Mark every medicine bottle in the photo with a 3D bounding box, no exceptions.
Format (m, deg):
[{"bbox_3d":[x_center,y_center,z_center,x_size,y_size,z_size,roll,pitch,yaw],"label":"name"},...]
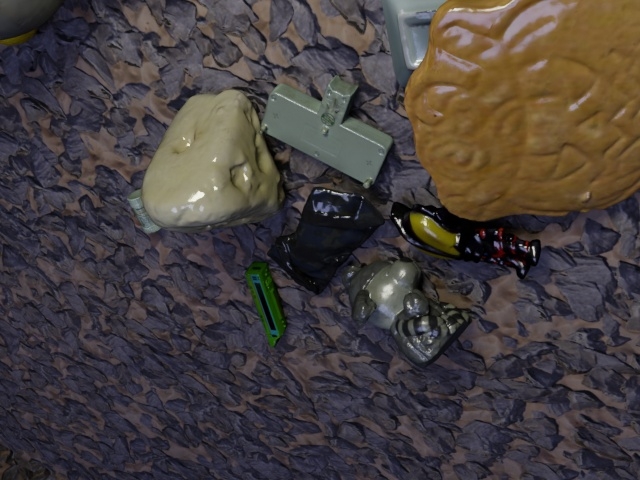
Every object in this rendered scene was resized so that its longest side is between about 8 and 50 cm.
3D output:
[{"bbox_3d":[-0.357,-0.060,1.445,0.047,0.047,0.083,-3,124,29],"label":"medicine bottle"}]

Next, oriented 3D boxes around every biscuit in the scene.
[{"bbox_3d":[0.298,-0.170,0.932,0.365,0.062,0.385,-5,136,15],"label":"biscuit"}]

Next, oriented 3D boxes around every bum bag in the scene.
[{"bbox_3d":[0.000,0.000,1.289,0.137,0.074,0.310,29,138,-9],"label":"bum bag"}]

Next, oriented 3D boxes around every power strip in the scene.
[{"bbox_3d":[0.014,-0.190,1.139,0.216,0.061,0.145,26,134,5],"label":"power strip"}]

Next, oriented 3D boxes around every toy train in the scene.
[{"bbox_3d":[-0.104,0.141,1.477,0.042,0.044,0.209,1,127,25],"label":"toy train"}]

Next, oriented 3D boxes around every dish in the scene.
[{"bbox_3d":[0.196,-0.283,0.959,0.243,0.080,0.181,2,126,25],"label":"dish"}]

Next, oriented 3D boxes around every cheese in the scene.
[{"bbox_3d":[-0.174,-0.089,1.203,0.174,0.248,0.251,-2,131,30],"label":"cheese"}]

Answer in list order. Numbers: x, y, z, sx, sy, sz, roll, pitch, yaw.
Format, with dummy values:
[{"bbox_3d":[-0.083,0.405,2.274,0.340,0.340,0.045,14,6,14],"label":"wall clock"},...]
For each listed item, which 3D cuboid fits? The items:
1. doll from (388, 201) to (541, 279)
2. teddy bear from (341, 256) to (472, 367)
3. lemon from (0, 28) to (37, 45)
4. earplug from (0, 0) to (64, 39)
[{"bbox_3d":[0.230,-0.004,1.160,0.249,0.088,0.127,22,133,6],"label":"doll"},{"bbox_3d":[0.142,0.116,1.256,0.251,0.171,0.144,36,114,5],"label":"teddy bear"},{"bbox_3d":[-0.548,-0.397,1.231,0.109,0.109,0.133,17,146,14],"label":"lemon"},{"bbox_3d":[-0.558,-0.464,1.025,0.394,0.312,0.312,30,134,8],"label":"earplug"}]
